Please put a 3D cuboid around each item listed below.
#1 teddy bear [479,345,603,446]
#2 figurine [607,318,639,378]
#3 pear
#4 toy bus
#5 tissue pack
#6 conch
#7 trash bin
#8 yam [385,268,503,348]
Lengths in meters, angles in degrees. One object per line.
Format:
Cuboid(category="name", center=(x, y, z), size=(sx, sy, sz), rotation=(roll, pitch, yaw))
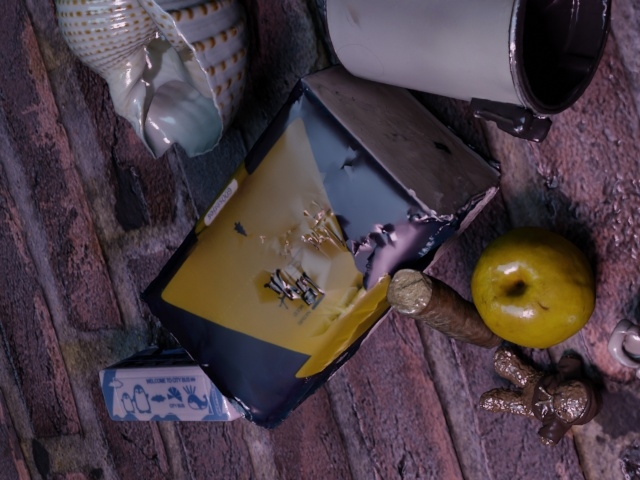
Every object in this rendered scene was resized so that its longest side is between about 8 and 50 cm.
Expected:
Cuboid(category="teddy bear", center=(0.288, 0.199, 1.630), size=(0.160, 0.078, 0.119), rotation=(11, 76, 44))
Cuboid(category="figurine", center=(0.457, 0.112, 1.413), size=(0.308, 0.143, 0.308), rotation=(6, 109, 19))
Cuboid(category="pear", center=(0.259, 0.056, 1.556), size=(0.149, 0.162, 0.148), rotation=(-2, 86, 30))
Cuboid(category="toy bus", center=(-0.203, 0.221, 2.010), size=(0.297, 0.131, 0.106), rotation=(-7, 99, 42))
Cuboid(category="tissue pack", center=(0.000, 0.000, 1.660), size=(0.264, 0.253, 0.416), rotation=(45, 119, 10))
Cuboid(category="conch", center=(-0.211, -0.289, 1.811), size=(0.303, 0.215, 0.319), rotation=(16, 145, 42))
Cuboid(category="trash bin", center=(0.170, -0.272, 1.484), size=(0.262, 0.217, 0.277), rotation=(16, 89, 36))
Cuboid(category="yam", center=(0.161, 0.091, 1.576), size=(0.061, 0.274, 0.061), rotation=(-9, 71, 26))
